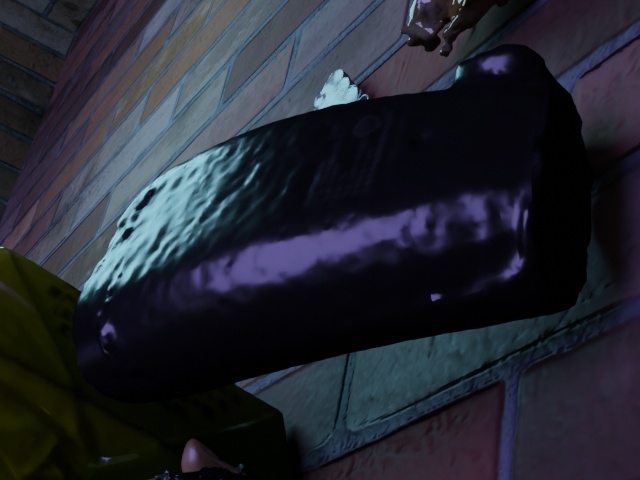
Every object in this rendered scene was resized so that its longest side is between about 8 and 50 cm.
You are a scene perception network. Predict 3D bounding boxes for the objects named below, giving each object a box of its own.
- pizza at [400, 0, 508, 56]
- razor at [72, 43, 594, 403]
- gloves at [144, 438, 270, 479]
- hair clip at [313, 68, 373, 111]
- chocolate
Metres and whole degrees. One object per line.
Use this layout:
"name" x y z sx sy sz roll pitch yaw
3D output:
"pizza" 0.158 -0.256 0.805 0.297 0.071 0.189 -45 28 39
"razor" -0.001 -0.003 0.676 0.327 0.107 0.189 -15 39 32
"gloves" -0.043 0.174 0.606 0.106 0.181 0.129 -27 42 56
"hair clip" 0.003 -0.068 0.966 0.140 0.054 0.220 -63 19 12
"chocolate" -0.206 0.183 0.834 0.301 0.289 0.137 -50 14 28
